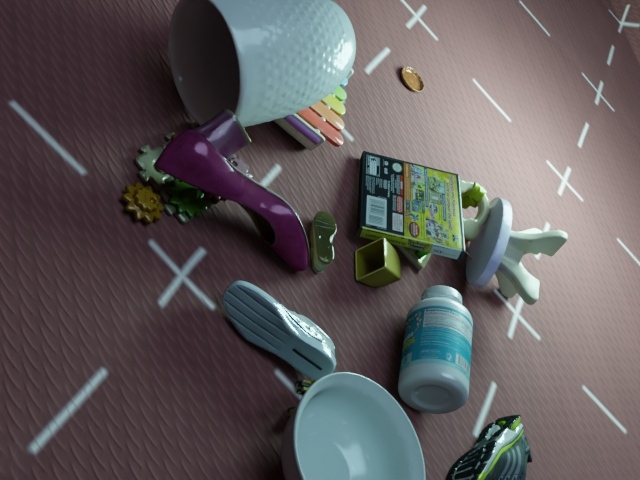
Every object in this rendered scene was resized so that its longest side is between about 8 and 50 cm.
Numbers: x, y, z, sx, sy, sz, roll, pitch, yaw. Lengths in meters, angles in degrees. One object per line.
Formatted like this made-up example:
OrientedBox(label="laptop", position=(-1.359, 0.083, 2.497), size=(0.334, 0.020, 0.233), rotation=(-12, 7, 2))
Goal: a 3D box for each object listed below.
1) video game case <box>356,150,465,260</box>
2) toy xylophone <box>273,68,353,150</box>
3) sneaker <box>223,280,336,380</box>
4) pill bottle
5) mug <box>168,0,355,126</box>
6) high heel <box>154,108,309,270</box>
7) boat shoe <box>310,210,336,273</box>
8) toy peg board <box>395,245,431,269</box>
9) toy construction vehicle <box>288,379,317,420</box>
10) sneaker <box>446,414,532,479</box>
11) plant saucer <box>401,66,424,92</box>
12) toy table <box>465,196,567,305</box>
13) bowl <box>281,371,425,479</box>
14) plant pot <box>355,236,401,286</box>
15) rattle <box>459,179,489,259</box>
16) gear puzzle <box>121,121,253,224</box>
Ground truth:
OrientedBox(label="video game case", position=(0.210, -0.085, 2.029), size=(0.248, 0.035, 0.275), rotation=(13, 44, -8))
OrientedBox(label="toy xylophone", position=(-0.041, -0.349, 2.030), size=(0.236, 0.081, 0.323), rotation=(32, 44, -23))
OrientedBox(label="sneaker", position=(-0.078, 0.165, 1.641), size=(0.258, 0.094, 0.091), rotation=(43, 16, -11))
OrientedBox(label="pill bottle", position=(0.249, 0.224, 1.849), size=(0.146, 0.146, 0.264), rotation=(34, 43, -21))
OrientedBox(label="mug", position=(-0.132, -0.404, 1.823), size=(0.328, 0.374, 0.276), rotation=(-19, 120, -34))
OrientedBox(label="high heel", position=(-0.165, -0.056, 1.685), size=(0.181, 0.127, 0.377), rotation=(-39, 112, -20))
OrientedBox(label="boat shoe", position=(0.002, 0.001, 1.859), size=(0.056, 0.048, 0.153), rotation=(16, 44, -20))
OrientedBox(label="toy peg board", position=(0.234, -0.044, 2.077), size=(0.160, 0.079, 0.161), rotation=(46, 40, -9))
OrientedBox(label="toy construction vehicle", position=(-0.013, 0.304, 1.627), size=(0.098, 0.035, 0.086), rotation=(22, 49, -32))
OrientedBox(label="sneaker", position=(0.370, 0.480, 1.816), size=(0.300, 0.111, 0.121), rotation=(-30, 89, -48))
OrientedBox(label="plant saucer", position=(0.257, -0.451, 2.440), size=(0.083, 0.013, 0.083), rotation=(24, 48, -29))
OrientedBox(label="toy table", position=(0.473, 0.030, 2.146), size=(0.161, 0.252, 0.274), rotation=(26, 56, -6))
OrientedBox(label="bowl", position=(0.035, 0.394, 1.532), size=(0.298, 0.134, 0.298), rotation=(24, 48, -30))
OrientedBox(label="plant pot", position=(0.134, 0.057, 1.913), size=(0.083, 0.081, 0.081), rotation=(34, 42, -39))
OrientedBox(label="rattle", position=(0.341, -0.046, 2.192), size=(0.130, 0.142, 0.200), rotation=(12, 79, -42))
OrientedBox(label="gear puzzle", position=(-0.265, -0.132, 1.690), size=(0.175, 0.044, 0.339), rotation=(53, 40, 0))
